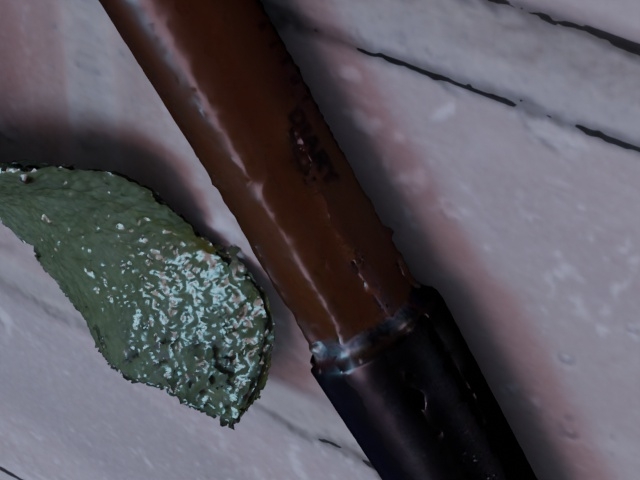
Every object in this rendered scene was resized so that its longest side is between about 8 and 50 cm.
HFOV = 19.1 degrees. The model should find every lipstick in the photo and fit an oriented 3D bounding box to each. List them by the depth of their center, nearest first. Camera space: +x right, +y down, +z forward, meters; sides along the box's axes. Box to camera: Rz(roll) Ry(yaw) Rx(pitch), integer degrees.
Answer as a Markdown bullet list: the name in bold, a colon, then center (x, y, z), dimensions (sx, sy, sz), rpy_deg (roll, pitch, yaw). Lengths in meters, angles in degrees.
- **lipstick**: center (0.000, 0.000, 0.923), dimensions (0.077, 0.077, 0.418), rpy_deg (-13, 114, 45)

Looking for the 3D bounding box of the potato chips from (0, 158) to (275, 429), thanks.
- **potato chips**: center (-0.125, 0.016, 1.059), dimensions (0.228, 0.059, 0.167), rpy_deg (42, 147, -4)
